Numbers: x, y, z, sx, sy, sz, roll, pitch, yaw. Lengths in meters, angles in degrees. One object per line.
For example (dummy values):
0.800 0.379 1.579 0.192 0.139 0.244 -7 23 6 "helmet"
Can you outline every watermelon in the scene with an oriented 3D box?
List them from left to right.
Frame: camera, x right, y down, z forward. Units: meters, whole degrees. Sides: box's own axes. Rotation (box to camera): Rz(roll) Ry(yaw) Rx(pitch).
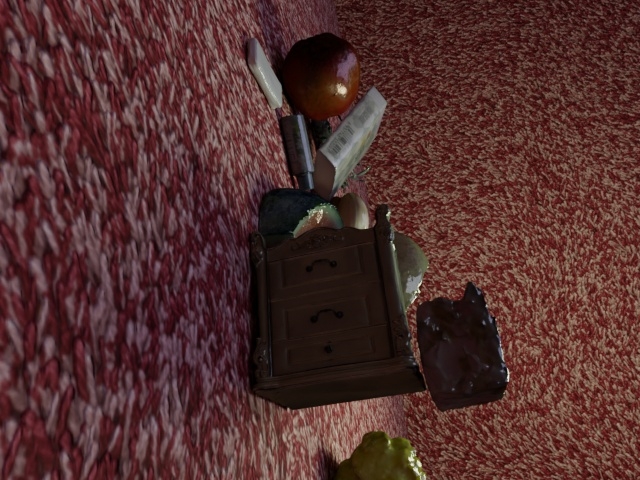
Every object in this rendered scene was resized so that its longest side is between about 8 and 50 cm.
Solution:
-0.035 -0.014 1.193 0.318 0.148 0.226 -32 119 -75 "watermelon"

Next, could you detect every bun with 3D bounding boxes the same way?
0.096 0.111 1.305 0.202 0.364 0.364 41 20 -7 "bun"

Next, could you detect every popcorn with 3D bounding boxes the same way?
0.146 0.623 1.267 0.235 0.242 0.250 57 -11 32 "popcorn"

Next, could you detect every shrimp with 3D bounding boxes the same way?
0.060 -0.343 1.902 0.410 0.166 0.221 56 50 -31 "shrimp"

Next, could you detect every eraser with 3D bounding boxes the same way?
0.101 -0.331 1.713 0.397 0.082 0.213 -55 169 -34 "eraser"

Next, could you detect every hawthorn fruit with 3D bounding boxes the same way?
0.022 -0.480 1.562 0.300 0.254 0.254 55 25 -43 "hawthorn fruit"

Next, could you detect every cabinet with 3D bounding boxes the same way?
0.032 0.136 0.988 0.227 0.290 0.318 58 24 -60 "cabinet"

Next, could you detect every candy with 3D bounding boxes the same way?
0.249 0.200 0.912 0.195 0.137 0.185 63 19 -60 "candy"

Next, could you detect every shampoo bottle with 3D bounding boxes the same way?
-0.061 -0.246 1.426 0.072 0.072 0.214 -37 116 -77 "shampoo bottle"

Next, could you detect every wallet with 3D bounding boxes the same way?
-0.139 -0.418 1.285 0.190 0.033 0.095 59 25 -59 "wallet"

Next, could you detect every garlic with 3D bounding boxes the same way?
0.072 -0.046 1.676 0.110 0.217 0.228 0 81 -33 "garlic"
